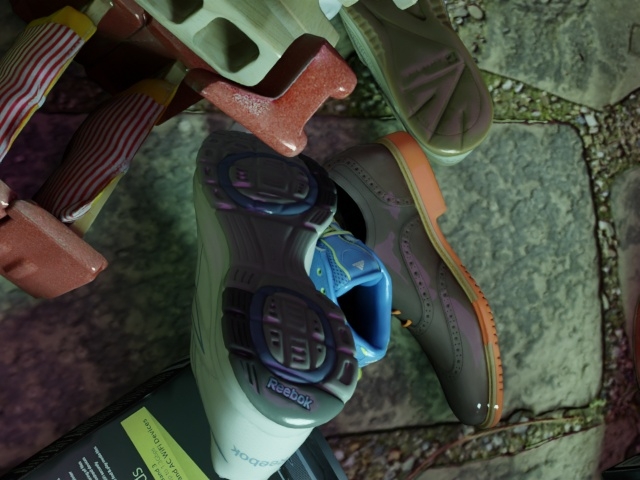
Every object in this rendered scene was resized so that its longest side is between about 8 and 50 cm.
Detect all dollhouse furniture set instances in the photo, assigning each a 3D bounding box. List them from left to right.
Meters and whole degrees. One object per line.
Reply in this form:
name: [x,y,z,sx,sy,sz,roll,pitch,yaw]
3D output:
dollhouse furniture set: [-0.117,-0.114,0.722,0.152,0.374,0.201,40,56,-22]

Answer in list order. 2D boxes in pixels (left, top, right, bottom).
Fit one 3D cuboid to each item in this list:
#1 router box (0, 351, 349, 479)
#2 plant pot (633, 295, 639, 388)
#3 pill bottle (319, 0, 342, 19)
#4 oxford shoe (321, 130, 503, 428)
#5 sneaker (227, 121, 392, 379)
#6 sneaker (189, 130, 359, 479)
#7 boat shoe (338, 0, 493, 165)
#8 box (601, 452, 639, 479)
router box: [-0.073,0.251,0.814,0.243,0.081,0.309,-32,94,-37]
plant pot: [0.507,0.106,1.132,0.272,0.265,0.272,11,70,-30]
pill bottle: [-0.061,-0.273,0.970,0.108,0.108,0.193,-16,84,-36]
oxford shoe: [0.076,0.044,0.985,0.098,0.097,0.271,-18,79,-19]
sneaker: [0.000,0.000,0.913,0.091,0.126,0.240,-18,86,-36]
sneaker: [-0.054,0.034,0.791,0.111,0.129,0.297,16,40,-17]
boat shoe: [0.068,-0.211,1.048,0.109,0.098,0.302,-23,84,-5]
box: [0.408,0.268,1.017,0.103,0.261,0.184,-14,84,-36]
